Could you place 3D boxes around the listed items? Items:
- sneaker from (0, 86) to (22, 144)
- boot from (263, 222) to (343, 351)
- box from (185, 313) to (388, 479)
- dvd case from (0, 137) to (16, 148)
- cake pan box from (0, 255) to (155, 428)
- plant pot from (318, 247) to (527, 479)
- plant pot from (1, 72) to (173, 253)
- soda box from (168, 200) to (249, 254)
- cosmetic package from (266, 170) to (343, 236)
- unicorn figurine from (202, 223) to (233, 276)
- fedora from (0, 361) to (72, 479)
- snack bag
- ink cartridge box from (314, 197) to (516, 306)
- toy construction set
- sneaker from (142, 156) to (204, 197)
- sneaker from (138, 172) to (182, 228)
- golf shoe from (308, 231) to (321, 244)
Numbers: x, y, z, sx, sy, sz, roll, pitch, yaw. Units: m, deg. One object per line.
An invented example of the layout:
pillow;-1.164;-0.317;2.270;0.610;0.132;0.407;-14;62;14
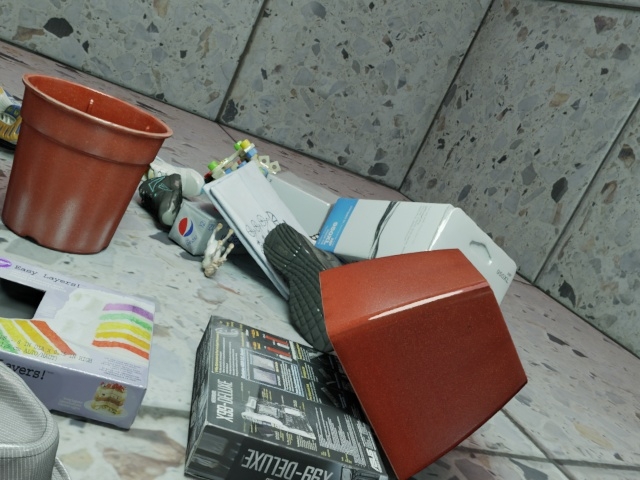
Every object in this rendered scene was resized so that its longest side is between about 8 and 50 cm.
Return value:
sneaker;-0.768;-0.297;1.564;0.296;0.111;0.131;37;1;31
boot;0.024;0.110;1.361;0.223;0.118;0.338;31;26;-48
box;-0.058;0.235;0.889;0.243;0.076;0.307;21;14;-15
dvd case;-0.850;-0.295;1.606;0.221;0.018;0.164;23;15;-11
cake pan box;-0.357;0.120;0.821;0.267;0.070;0.245;20;12;-17
plant pot;0.162;0.156;0.984;0.267;0.236;0.267;-101;165;-74
plant pot;-0.456;-0.135;1.179;0.273;0.265;0.272;24;14;-6
soda box;-0.228;-0.028;1.522;0.091;0.098;0.286;33;16;24
cosmetic package;-0.067;-0.117;2.052;0.224;0.138;0.225;27;13;9
unicorn figurine;-0.228;0.023;1.367;0.060;0.111;0.162;34;27;-6
fedora;-0.325;0.179;0.535;0.276;0.124;0.243;26;14;3
snack bag;-0.120;-0.039;1.521;0.323;0.037;0.342;53;20;-6
ink cartridge box;0.220;0.040;1.514;0.285;0.166;0.395;36;-16;-32
toy construction set;-0.251;-0.226;1.985;0.151;0.215;0.328;54;11;5
sneaker;-0.436;-0.177;1.774;0.229;0.087;0.092;21;19;14
sneaker;-0.396;-0.094;1.547;0.106;0.101;0.267;-1;21;-12
golf shoe;0.000;0.000;1.832;0.198;0.093;0.077;14;19;-33
